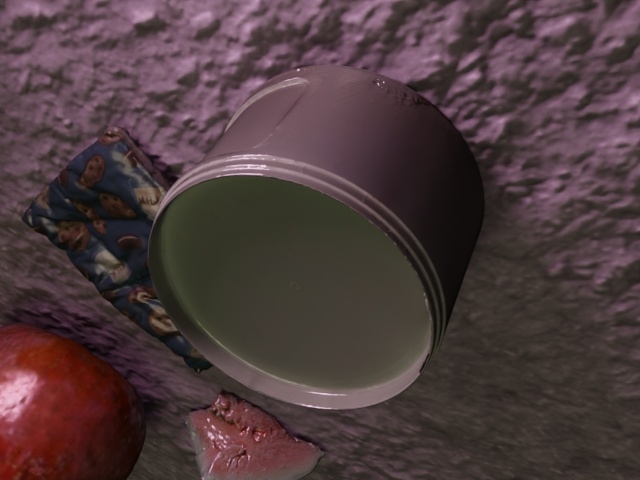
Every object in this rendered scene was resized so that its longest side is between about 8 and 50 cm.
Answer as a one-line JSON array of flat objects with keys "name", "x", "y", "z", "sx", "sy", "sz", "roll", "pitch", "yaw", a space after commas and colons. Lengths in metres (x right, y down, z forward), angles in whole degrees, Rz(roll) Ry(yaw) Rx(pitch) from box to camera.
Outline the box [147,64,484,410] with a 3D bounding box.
[{"name": "box", "x": 0.000, "y": 0.000, "z": 0.656, "sx": 0.226, "sy": 0.149, "sz": 0.226, "roll": 13, "pitch": 131, "yaw": 15}]

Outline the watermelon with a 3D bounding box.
[{"name": "watermelon", "x": -0.077, "y": 0.234, "z": 0.945, "sx": 0.155, "sy": 0.101, "sz": 0.080, "roll": 23, "pitch": 123, "yaw": -7}]

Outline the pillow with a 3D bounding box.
[{"name": "pillow", "x": -0.156, "y": 0.023, "z": 0.828, "sx": 0.255, "sy": 0.034, "sz": 0.189, "roll": 44, "pitch": 132, "yaw": -14}]

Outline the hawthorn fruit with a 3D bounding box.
[{"name": "hawthorn fruit", "x": -0.334, "y": 0.212, "z": 0.947, "sx": 0.235, "sy": 0.263, "sz": 0.231, "roll": 25, "pitch": 117, "yaw": 41}]
